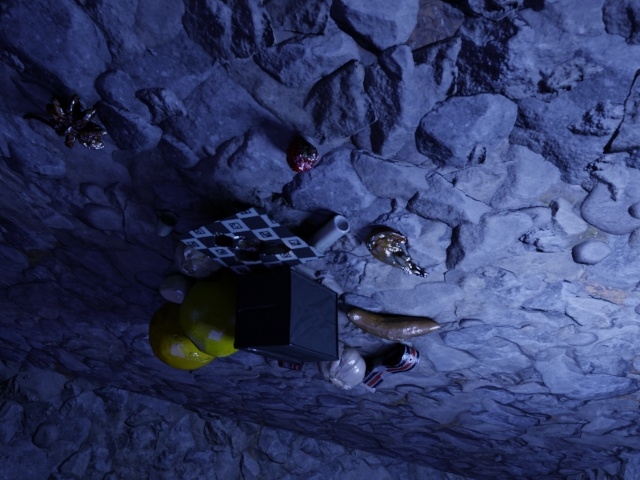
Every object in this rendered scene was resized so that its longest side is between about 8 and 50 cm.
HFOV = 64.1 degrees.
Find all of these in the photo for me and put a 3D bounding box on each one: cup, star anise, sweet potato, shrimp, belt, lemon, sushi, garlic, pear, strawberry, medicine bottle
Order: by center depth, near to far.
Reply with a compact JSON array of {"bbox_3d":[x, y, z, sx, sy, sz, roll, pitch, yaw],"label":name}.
[{"bbox_3d":[-0.050,-0.210,1.291,0.083,0.083,0.096,18,150,-7],"label":"strawberry"},{"bbox_3d":[-0.669,-0.299,1.359,0.234,0.073,0.177,-11,129,39],"label":"star anise"},{"bbox_3d":[-0.207,-0.008,1.543,0.340,0.068,0.320,-18,143,35],"label":"sushi"},{"bbox_3d":[0.252,0.052,1.553,0.262,0.066,0.117,27,141,-21],"label":"shrimp"},{"bbox_3d":[0.000,0.000,1.561,0.059,0.059,0.231,29,140,-20],"label":"medicine bottle"},{"bbox_3d":[-0.506,-0.056,1.640,0.075,0.054,0.083,27,143,-20],"label":"cup"},{"bbox_3d":[-0.359,0.258,1.827,0.295,0.294,0.294,8,143,6],"label":"pear"},{"bbox_3d":[0.261,0.319,1.876,0.342,0.092,0.113,8,126,4],"label":"sweet potato"},{"bbox_3d":[-0.524,0.366,2.014,0.298,0.296,0.297,8,143,6],"label":"lemon"},{"bbox_3d":[0.271,0.527,2.133,0.094,0.126,0.359,33,134,-14],"label":"belt"},{"bbox_3d":[0.083,0.527,2.134,0.228,0.152,0.227,26,141,23],"label":"garlic"}]

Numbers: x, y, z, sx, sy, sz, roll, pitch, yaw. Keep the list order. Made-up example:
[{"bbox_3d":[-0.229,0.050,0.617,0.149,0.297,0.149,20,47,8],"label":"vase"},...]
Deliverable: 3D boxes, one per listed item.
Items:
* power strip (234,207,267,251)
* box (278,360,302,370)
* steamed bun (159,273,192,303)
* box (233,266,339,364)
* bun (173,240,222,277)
[{"bbox_3d":[-0.204,-0.034,1.589,0.137,0.044,0.215,-1,142,19],"label":"power strip"},{"bbox_3d":[-0.129,0.493,2.239,0.120,0.068,0.224,10,145,3],"label":"box"},{"bbox_3d":[-0.535,0.180,1.926,0.130,0.090,0.112,-3,136,25],"label":"steamed bun"},{"bbox_3d":[-0.101,0.262,1.710,0.205,0.250,0.345,-11,155,27],"label":"box"},{"bbox_3d":[-0.419,0.071,1.742,0.184,0.102,0.183,6,145,5],"label":"bun"}]
